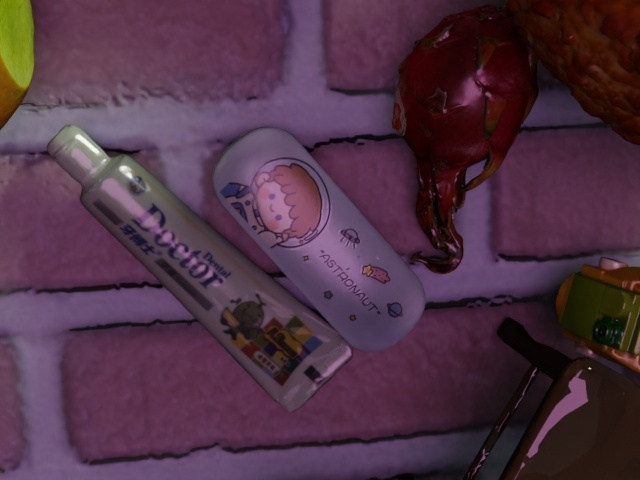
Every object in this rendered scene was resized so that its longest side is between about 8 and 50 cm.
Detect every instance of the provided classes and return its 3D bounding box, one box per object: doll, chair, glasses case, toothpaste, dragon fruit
[{"bbox_3d":[0.256,0.064,0.670,0.186,0.134,0.106,14,98,-3],"label":"doll"},{"bbox_3d":[0.168,0.181,0.581,0.160,0.319,0.186,33,93,-11],"label":"chair"},{"bbox_3d":[0.000,0.000,0.672,0.067,0.045,0.178,-42,100,-1],"label":"glasses case"},{"bbox_3d":[-0.083,0.016,0.672,0.067,0.037,0.255,-46,105,-4],"label":"toothpaste"},{"bbox_3d":[0.088,-0.066,0.657,0.094,0.094,0.190,11,107,-9],"label":"dragon fruit"}]

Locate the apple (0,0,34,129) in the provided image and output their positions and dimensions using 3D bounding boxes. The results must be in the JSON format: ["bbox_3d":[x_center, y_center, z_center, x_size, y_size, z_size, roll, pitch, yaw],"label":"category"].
[{"bbox_3d":[-0.250,-0.128,0.571,0.146,0.147,0.163,-3,100,-6],"label":"apple"}]

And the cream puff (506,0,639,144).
[{"bbox_3d":[0.243,-0.187,0.582,0.350,0.228,0.350,7,74,-25],"label":"cream puff"}]
